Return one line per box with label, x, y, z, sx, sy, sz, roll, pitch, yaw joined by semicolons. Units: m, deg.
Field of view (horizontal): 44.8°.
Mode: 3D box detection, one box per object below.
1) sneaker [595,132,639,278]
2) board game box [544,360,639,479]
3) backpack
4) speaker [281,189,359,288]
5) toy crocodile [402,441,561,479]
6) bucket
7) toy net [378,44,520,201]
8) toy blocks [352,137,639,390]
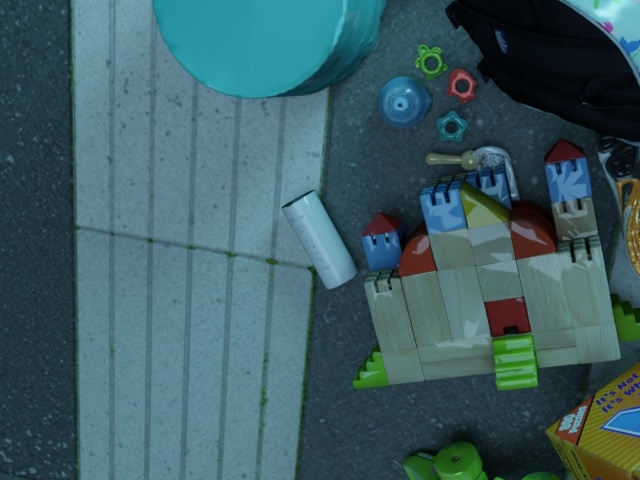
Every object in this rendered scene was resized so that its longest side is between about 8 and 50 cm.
sneaker;0.391;-0.059;0.936;0.099;0.121;0.262;-6;72;19
board game box;0.535;0.282;0.801;0.356;0.356;0.356;-33;97;-10
backpack;0.289;-0.226;0.824;0.191;0.253;0.225;-40;129;0
speaker;0.000;0.000;1.100;0.055;0.055;0.136;-27;97;21
toy crocodile;0.239;0.365;1.047;0.340;0.105;0.115;8;129;49
bucket;-0.062;-0.305;0.956;0.281;0.183;0.281;5;107;15
toy net;0.184;-0.141;1.013;0.232;0.045;0.122;44;111;-2
toy blocks;0.201;0.028;0.973;0.381;0.191;0.261;-10;105;19
